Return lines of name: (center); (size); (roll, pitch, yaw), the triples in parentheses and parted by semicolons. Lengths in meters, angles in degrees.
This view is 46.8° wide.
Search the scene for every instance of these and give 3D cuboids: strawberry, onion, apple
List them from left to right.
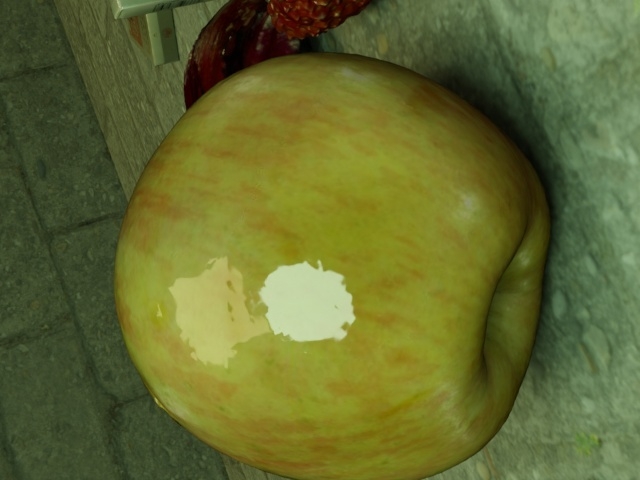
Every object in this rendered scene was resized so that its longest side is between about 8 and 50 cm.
onion: (-0.105, -0.197, 1.007); (0.280, 0.146, 0.314); (-146, 54, -70)
apple: (0.020, 0.028, 0.665); (0.347, 0.391, 0.391); (20, 129, 34)
strawberry: (0.023, -0.298, 0.763); (0.236, 0.107, 0.175); (-6, 65, 67)

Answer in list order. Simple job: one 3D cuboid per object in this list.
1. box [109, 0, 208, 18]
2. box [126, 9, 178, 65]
box: (-0.262, -0.528, 1.117); (0.065, 0.200, 0.343); (3, 110, 70)
box: (-0.378, -0.484, 1.627); (0.201, 0.058, 0.141); (49, 150, 45)
